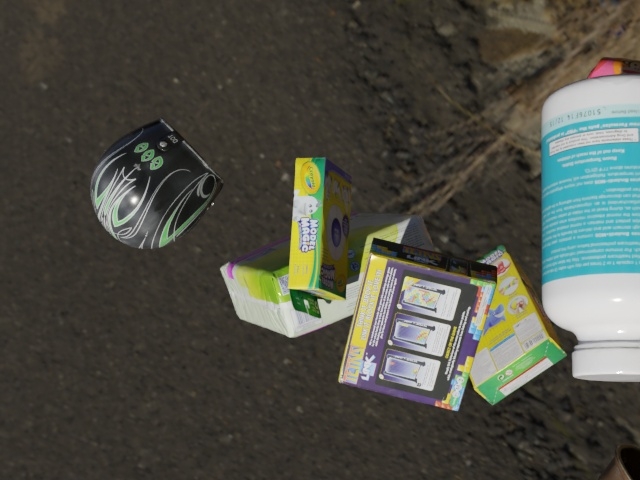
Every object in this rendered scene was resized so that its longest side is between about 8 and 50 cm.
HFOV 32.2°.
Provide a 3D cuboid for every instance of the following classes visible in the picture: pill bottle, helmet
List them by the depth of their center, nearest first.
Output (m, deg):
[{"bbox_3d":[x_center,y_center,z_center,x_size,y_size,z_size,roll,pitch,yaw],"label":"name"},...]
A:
[{"bbox_3d":[0.274,-0.007,1.006,0.146,0.146,0.264,-6,75,36],"label":"pill bottle"},{"bbox_3d":[-0.230,-0.069,1.497,0.161,0.169,0.169,-44,45,-2],"label":"helmet"}]

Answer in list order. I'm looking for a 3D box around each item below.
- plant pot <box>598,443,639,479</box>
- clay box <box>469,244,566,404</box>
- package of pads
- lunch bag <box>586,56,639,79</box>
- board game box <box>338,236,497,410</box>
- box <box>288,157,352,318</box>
[{"bbox_3d":[0.331,0.336,1.189,0.165,0.167,0.167,-53,43,17],"label":"plant pot"},{"bbox_3d":[0.251,0.113,1.569,0.127,0.053,0.222,-37,33,16],"label":"clay box"},{"bbox_3d":[0.011,0.041,1.516,0.229,0.101,0.296,-21,8,-16],"label":"package of pads"},{"bbox_3d":[0.415,-0.101,1.542,0.120,0.258,0.293,14,99,23],"label":"lunch bag"},{"bbox_3d":[0.106,0.094,1.224,0.048,0.141,0.170,-69,-7,-63],"label":"board game box"},{"bbox_3d":[0.000,0.000,1.308,0.043,0.105,0.179,2,81,20],"label":"box"}]
